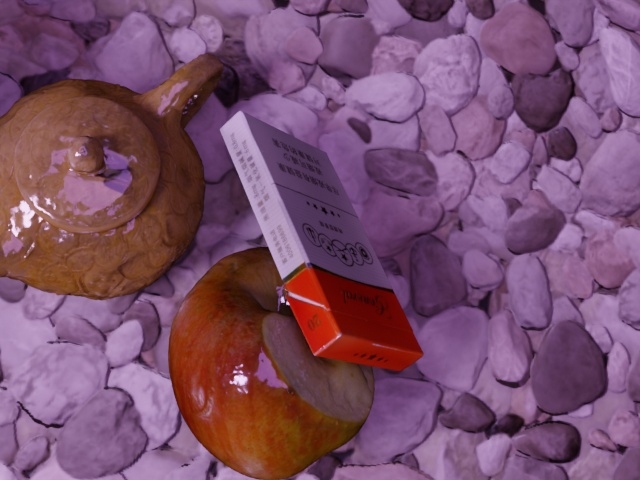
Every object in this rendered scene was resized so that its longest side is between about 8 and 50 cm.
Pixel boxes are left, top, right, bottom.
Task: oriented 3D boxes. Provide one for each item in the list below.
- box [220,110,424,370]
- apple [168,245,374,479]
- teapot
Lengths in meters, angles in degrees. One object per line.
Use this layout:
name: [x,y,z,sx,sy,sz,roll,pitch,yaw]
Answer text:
box: [0.000,0.000,0.779,0.035,0.139,0.245,-37,59,23]
apple: [-0.050,0.105,0.755,0.160,0.195,0.173,-16,121,15]
teapot: [-0.193,-0.062,0.765,0.203,0.167,0.311,44,72,1]
